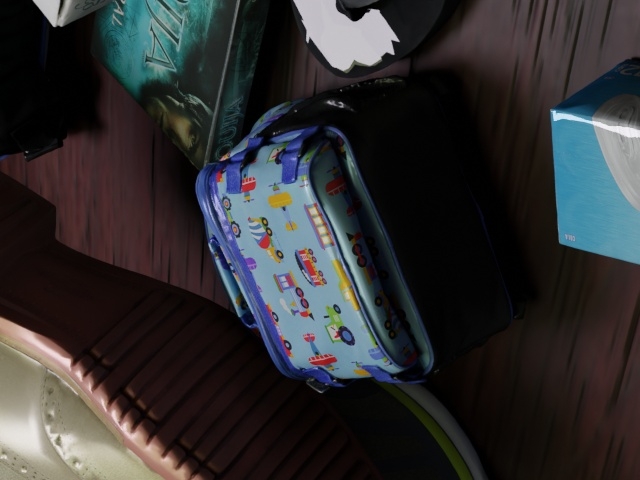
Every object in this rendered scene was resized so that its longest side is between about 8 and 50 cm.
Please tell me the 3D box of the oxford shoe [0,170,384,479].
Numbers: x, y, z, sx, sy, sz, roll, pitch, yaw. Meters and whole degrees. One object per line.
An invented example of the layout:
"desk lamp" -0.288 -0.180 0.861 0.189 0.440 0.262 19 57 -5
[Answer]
"oxford shoe" -0.130 0.097 0.918 0.397 0.140 0.146 36 117 12

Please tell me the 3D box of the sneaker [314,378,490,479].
"sneaker" 0.047 0.187 0.948 0.300 0.121 0.111 50 140 8

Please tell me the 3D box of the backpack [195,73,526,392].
"backpack" 0.000 0.000 0.880 0.173 0.117 0.158 -4 111 50

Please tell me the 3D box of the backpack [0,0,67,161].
"backpack" -0.277 -0.167 0.966 0.213 0.277 0.263 55 139 24

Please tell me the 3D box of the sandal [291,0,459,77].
"sandal" 0.042 -0.170 0.769 0.097 0.054 0.254 48 140 11

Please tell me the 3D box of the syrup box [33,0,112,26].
"syrup box" -0.162 -0.234 0.820 0.237 0.096 0.093 50 158 4

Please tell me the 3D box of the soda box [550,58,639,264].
"soda box" 0.203 -0.020 0.693 0.210 0.067 0.071 16 126 38

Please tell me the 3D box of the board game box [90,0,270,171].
"board game box" -0.076 -0.145 0.914 0.126 0.026 0.186 47 141 30
